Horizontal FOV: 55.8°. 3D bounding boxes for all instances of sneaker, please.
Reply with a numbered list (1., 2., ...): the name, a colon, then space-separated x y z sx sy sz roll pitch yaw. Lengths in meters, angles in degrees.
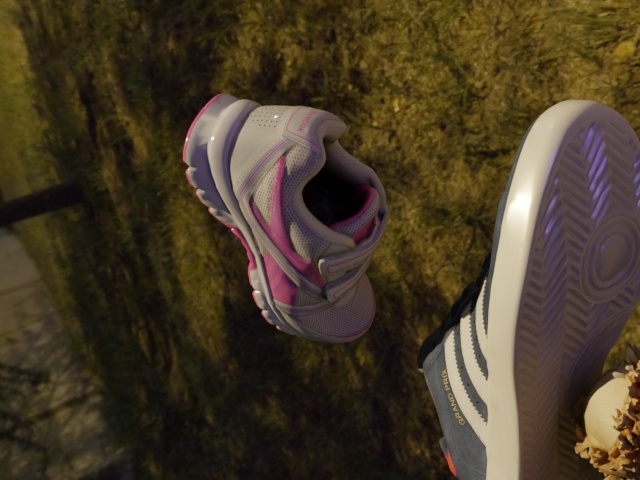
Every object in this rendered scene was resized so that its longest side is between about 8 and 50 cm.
1. sneaker: 0.142 0.064 0.470 0.148 0.131 0.350 36 130 57
2. sneaker: 0.000 0.000 0.472 0.111 0.103 0.252 5 142 34

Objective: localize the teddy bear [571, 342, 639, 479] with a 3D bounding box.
1. teddy bear: 0.277 0.212 0.414 0.113 0.245 0.338 -18 116 43
